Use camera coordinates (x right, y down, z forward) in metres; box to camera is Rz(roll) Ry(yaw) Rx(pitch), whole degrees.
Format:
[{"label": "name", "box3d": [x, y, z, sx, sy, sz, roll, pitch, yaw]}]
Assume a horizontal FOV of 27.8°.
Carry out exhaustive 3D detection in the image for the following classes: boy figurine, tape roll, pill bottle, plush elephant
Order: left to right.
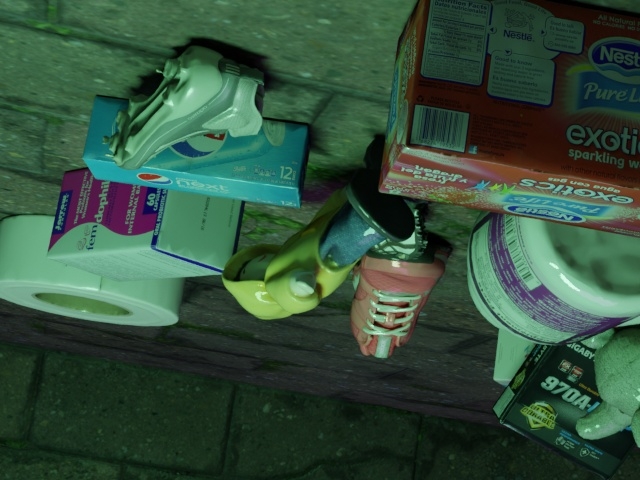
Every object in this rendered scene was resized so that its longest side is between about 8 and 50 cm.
[{"label": "tape roll", "box3d": [-0.338, 0.048, 1.882, 0.286, 0.100, 0.286, 9, 167, 2]}, {"label": "boy figurine", "box3d": [0.000, 0.000, 1.325, 0.092, 0.177, 0.285, 41, 142, -13]}, {"label": "pill bottle", "box3d": [0.232, 0.007, 1.201, 0.169, 0.169, 0.301, 10, 167, -5]}, {"label": "plush elephant", "box3d": [0.446, 0.192, 1.657, 0.255, 0.272, 0.330, -1, 139, -15]}]

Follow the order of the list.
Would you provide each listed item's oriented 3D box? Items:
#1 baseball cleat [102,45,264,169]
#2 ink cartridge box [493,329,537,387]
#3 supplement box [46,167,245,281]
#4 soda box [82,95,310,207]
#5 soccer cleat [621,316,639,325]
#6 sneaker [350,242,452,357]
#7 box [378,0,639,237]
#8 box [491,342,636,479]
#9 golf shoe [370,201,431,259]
[{"label": "baseball cleat", "box3d": [-0.115, -0.103, 1.143, 0.109, 0.072, 0.206, 15, 160, -24]}, {"label": "ink cartridge box", "box3d": [0.359, 0.192, 2.055, 0.143, 0.090, 0.092, 2, 165, 23]}, {"label": "supplement box", "box3d": [-0.201, -0.022, 1.478, 0.114, 0.111, 0.220, 20, 162, -40]}, {"label": "soda box", "box3d": [-0.118, -0.085, 1.257, 0.210, 0.067, 0.071, 8, 166, 3]}, {"label": "soccer cleat", "box3d": [0.358, 0.021, 1.303, 0.116, 0.109, 0.318, 6, 162, -19]}, {"label": "sneaker", "box3d": [0.098, 0.081, 1.665, 0.115, 0.136, 0.314, 8, 166, 0]}, {"label": "box", "box3d": [0.180, -0.087, 0.933, 0.256, 0.128, 0.122, 9, 167, -4]}, {"label": "box", "box3d": [0.398, 0.245, 1.966, 0.220, 0.175, 0.051, 30, -170, -17]}, {"label": "golf shoe", "box3d": [0.070, -0.020, 1.392, 0.093, 0.077, 0.198, 9, 165, -1]}]
